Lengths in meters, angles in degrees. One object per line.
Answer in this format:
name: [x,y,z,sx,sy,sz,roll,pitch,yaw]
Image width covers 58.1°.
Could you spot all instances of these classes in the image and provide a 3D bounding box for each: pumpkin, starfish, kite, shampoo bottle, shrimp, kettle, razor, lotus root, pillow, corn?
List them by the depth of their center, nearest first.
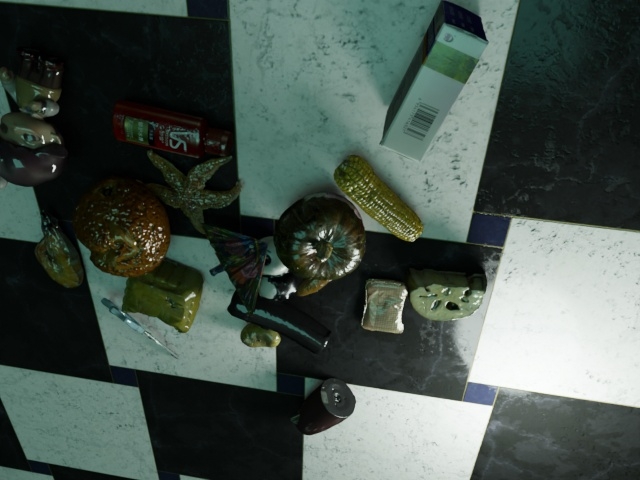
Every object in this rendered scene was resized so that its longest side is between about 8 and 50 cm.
shampoo bottle: [-0.395,-0.289,1.538,0.314,0.076,0.118,14,122,2]
corn: [0.159,-0.102,1.540,0.102,0.102,0.313,-35,111,30]
pumpkin: [0.000,0.001,1.566,0.260,0.189,0.260,-3,115,-6]
starfish: [-0.382,-0.151,1.644,0.302,0.060,0.299,22,128,-3]
kite: [-0.229,0.061,1.655,0.234,0.016,0.321,-28,92,27]
lotus root: [0.360,0.154,1.663,0.235,0.119,0.138,-1,119,11]
pillow: [0.197,0.204,1.786,0.135,0.034,0.211,7,124,9]
razor: [-0.130,0.245,1.802,0.327,0.107,0.189,26,169,-7]
shrimp: [-0.869,0.030,1.871,0.164,0.062,0.317,5,128,12]
kettle: [0.020,0.605,2.057,0.202,0.144,0.232,9,140,-34]

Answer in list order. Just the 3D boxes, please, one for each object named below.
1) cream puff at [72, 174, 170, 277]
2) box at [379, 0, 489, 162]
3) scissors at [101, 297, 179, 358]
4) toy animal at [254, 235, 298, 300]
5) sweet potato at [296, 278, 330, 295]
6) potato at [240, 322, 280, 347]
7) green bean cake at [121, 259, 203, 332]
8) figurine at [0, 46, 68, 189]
cream puff: [-0.583,-0.025,1.672,0.303,0.212,0.303,10,127,13]
box: [0.246,-0.352,1.284,0.106,0.200,0.299,23,126,-6]
scissors: [-0.614,0.321,2.000,0.191,0.029,0.360,20,154,50]
toy animal: [-0.146,0.076,1.702,0.166,0.138,0.179,6,122,41]
sweet potato: [0.003,0.112,1.751,0.206,0.060,0.068,-36,148,29]
potato: [-0.200,0.317,1.924,0.138,0.070,0.091,1,119,9]
green bean cake: [-0.513,0.182,1.863,0.236,0.124,0.233,20,126,-3]
figurine: [-0.771,-0.307,1.526,0.218,0.206,0.365,13,126,-15]
